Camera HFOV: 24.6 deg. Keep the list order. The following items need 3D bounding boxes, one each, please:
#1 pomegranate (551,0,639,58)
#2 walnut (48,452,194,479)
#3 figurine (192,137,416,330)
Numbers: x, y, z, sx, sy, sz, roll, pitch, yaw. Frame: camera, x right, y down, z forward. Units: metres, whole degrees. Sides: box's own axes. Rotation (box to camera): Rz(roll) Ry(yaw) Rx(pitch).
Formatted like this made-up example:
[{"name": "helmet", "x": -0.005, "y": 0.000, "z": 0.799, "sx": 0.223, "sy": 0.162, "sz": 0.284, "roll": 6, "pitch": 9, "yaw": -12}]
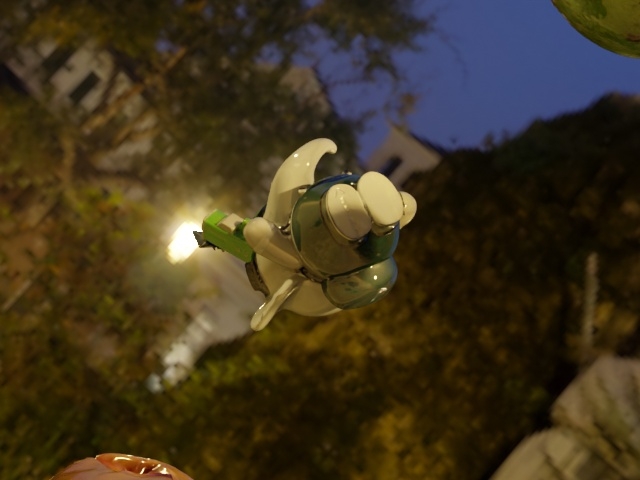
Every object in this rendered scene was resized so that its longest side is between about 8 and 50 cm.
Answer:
[{"name": "pomegranate", "x": 0.252, "y": -0.213, "z": 0.975, "sx": 0.211, "sy": 0.211, "sz": 0.263, "roll": 49, "pitch": 0, "yaw": -40}, {"name": "walnut", "x": -0.100, "y": 0.179, "z": 0.719, "sx": 0.137, "sy": 0.137, "sz": 0.245, "roll": 43, "pitch": 5, "yaw": -10}, {"name": "figurine", "x": 0.000, "y": 0.000, "z": 1.092, "sx": 0.126, "sy": 0.147, "sz": 0.192, "roll": 55, "pitch": -24, "yaw": 7}]
